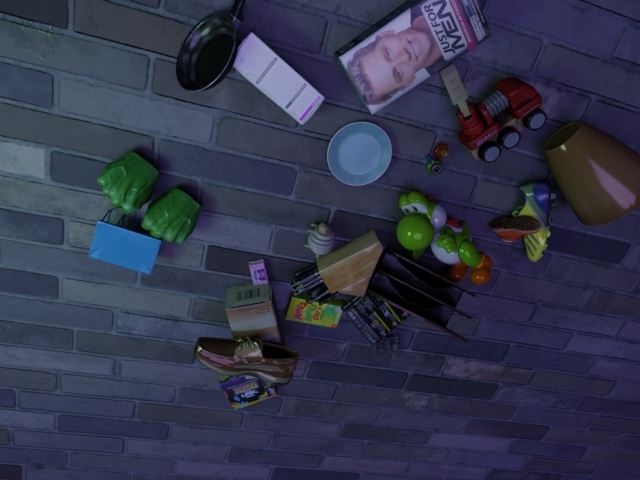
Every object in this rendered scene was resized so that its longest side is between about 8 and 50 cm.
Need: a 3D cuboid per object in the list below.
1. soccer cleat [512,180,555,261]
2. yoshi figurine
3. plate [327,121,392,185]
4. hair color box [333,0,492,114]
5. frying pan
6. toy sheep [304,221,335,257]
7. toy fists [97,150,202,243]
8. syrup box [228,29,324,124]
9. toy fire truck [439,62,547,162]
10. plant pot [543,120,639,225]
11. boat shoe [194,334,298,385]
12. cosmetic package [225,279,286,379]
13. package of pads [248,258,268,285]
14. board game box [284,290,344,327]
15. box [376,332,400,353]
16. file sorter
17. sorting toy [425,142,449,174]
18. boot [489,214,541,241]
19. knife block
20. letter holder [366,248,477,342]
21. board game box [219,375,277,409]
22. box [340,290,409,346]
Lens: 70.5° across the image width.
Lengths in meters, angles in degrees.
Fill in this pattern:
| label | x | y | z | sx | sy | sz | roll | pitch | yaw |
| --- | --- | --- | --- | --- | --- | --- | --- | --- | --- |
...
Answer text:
| label | x | y | z | sx | sy | sz | roll | pitch | yaw |
| --- | --- | --- | --- | --- | --- | --- | --- | --- | --- |
| soccer cleat | 0.675 | -0.060 | 1.450 | 0.121 | 0.093 | 0.289 | 6 | 127 | 24 |
| yoshi figurine | 0.350 | 0.014 | 1.377 | 0.203 | 0.203 | 0.362 | -39 | 113 | 21 |
| plate | 0.110 | -0.248 | 1.298 | 0.188 | 0.024 | 0.188 | -3 | 119 | -6 |
| hair color box | 0.227 | -0.491 | 1.137 | 0.347 | 0.105 | 0.174 | -32 | 117 | 11 |
| frying pan | -0.241 | -0.499 | 1.072 | 0.053 | 0.197 | 0.326 | 22 | 92 | -55 |
| toy sheep | 0.000 | 0.000 | 1.384 | 0.091 | 0.091 | 0.132 | 4 | 131 | -10 |
| toy fists | -0.465 | -0.104 | 1.234 | 0.279 | 0.142 | 0.096 | 43 | 150 | -25 |
| syrup box | -0.109 | -0.409 | 1.144 | 0.237 | 0.093 | 0.096 | 37 | 107 | -23 |
| toy fire truck | 0.448 | -0.374 | 1.221 | 0.217 | 0.158 | 0.246 | -36 | 127 | 13 |
| plant pot | 0.775 | -0.212 | 1.304 | 0.254 | 0.237 | 0.237 | 41 | 107 | -10 |
| boat shoe | -0.215 | 0.340 | 1.379 | 0.324 | 0.122 | 0.120 | 20 | 109 | -24 |
| cosmetic package | -0.205 | 0.295 | 1.487 | 0.153 | 0.129 | 0.296 | -11 | 119 | -2 |
| package of pads | -0.196 | 0.100 | 1.439 | 0.050 | 0.032 | 0.083 | -9 | 119 | -1 |
| board game box | -0.021 | 0.233 | 1.526 | 0.181 | 0.043 | 0.092 | 12 | 116 | -13 |
| box | 0.246 | 0.375 | 1.650 | 0.083 | 0.018 | 0.067 | -10 | 119 | -2 |
| file sorter | -0.548 | 0.000 | 1.300 | 0.170 | 0.104 | 0.118 | 19 | 113 | -17 |
| sorting toy | 0.342 | -0.234 | 1.324 | 0.061 | 0.042 | 0.102 | 6 | 117 | -10 |
| boot | 0.622 | -0.032 | 1.423 | 0.084 | 0.158 | 0.059 | 47 | 64 | -30 |
| knife block | 0.039 | 0.081 | 1.427 | 0.242 | 0.088 | 0.276 | 12 | 116 | -14 |
| letter holder | 0.322 | 0.166 | 1.386 | 0.302 | 0.214 | 0.152 | 27 | 91 | -8 |
| board game box | -0.261 | 0.531 | 1.652 | 0.170 | 0.048 | 0.141 | -20 | 120 | 4 |
| box | 0.192 | 0.235 | 1.531 | 0.184 | 0.045 | 0.191 | -42 | 116 | -5 |
